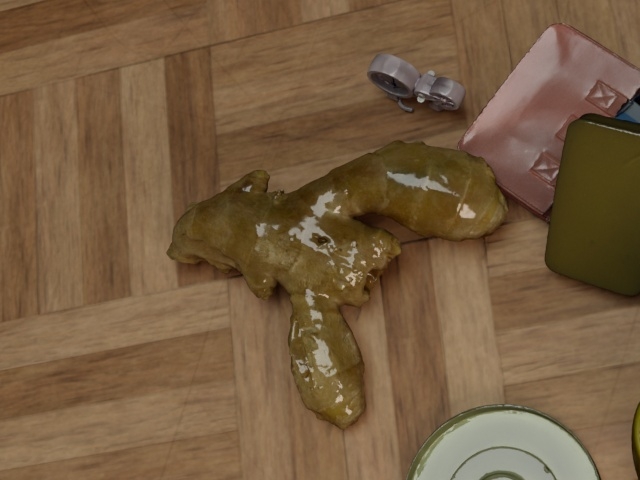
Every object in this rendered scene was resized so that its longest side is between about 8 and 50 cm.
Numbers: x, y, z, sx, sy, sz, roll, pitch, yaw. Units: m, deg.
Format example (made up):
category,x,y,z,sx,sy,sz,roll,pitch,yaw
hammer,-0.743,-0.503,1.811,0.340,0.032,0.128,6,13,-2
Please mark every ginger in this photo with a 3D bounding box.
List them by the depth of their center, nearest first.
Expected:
category,x,y,z,sx,sy,sz,roll,pitch,yaw
ginger,0.002,-0.012,1.890,0.348,0.122,0.363,37,102,18

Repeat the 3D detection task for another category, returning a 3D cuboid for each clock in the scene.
category,x,y,z,sx,sy,sz,roll,pitch,yaw
clock,0.206,0.303,1.773,0.235,0.029,0.235,-6,70,17
clock,0.122,-0.191,1.940,0.129,0.087,0.041,21,75,23

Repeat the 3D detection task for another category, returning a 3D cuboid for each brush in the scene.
category,x,y,z,sx,sy,sz,roll,pitch,yaw
brush,0.332,-0.044,1.778,0.123,0.059,0.197,17,118,21

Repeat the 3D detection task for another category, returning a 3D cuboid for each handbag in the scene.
category,x,y,z,sx,sy,sz,roll,pitch,yaw
handbag,0.283,-0.142,1.884,0.157,0.059,0.212,36,88,27

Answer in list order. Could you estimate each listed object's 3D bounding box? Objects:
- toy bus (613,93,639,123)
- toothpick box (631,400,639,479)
category,x,y,z,sx,sy,sz,roll,pitch,yaw
toy bus,0.468,-0.177,1.714,0.297,0.106,0.131,-37,81,48
toothpick box,0.405,0.218,1.599,0.175,0.271,0.175,-6,70,17
